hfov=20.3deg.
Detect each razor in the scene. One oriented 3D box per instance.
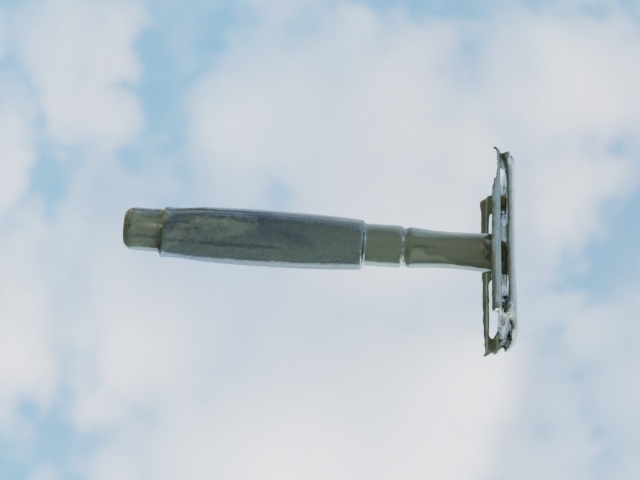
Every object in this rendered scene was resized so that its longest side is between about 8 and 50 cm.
[{"bbox_3d":[0.000,0.000,0.611,0.040,0.135,0.068,97,-4,-61],"label":"razor"}]
